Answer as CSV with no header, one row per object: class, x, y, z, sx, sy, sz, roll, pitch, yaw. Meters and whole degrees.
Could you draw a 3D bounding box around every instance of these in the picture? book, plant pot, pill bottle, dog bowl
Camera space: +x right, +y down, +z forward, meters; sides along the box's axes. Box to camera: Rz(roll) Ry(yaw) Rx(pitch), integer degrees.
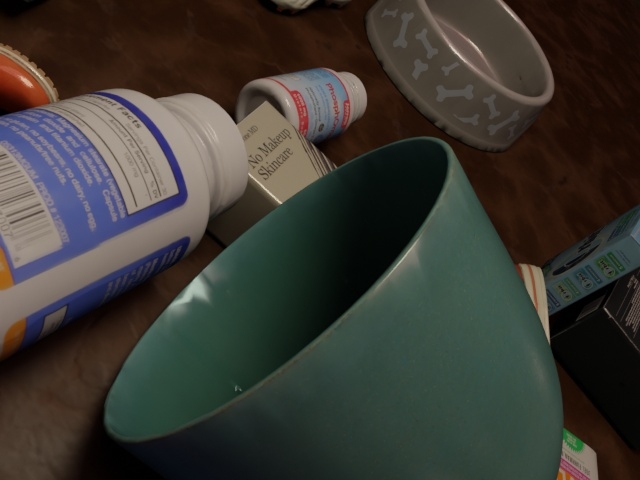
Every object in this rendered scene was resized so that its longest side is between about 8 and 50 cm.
book,0.266,0.274,0.747,0.096,0.035,0.144,37,41,-17
plant pot,0.036,0.106,0.505,0.235,0.293,0.293,50,39,-17
pill bottle,-0.016,-0.154,0.800,0.160,0.087,0.087,-27,78,-47
dog bowl,0.241,-0.314,1.131,0.349,0.102,0.348,22,47,-26
pill bottle,-0.182,-0.028,0.516,0.152,0.152,0.272,51,40,5

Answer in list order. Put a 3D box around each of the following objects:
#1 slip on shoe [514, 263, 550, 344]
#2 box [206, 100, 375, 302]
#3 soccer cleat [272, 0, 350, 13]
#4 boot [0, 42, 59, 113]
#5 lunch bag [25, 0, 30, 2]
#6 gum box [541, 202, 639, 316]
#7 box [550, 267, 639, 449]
slip on shoe,0.190,0.165,0.721,0.101,0.123,0.331,1,51,10
box,0.000,0.000,0.688,0.275,0.094,0.113,42,41,-6
soccer cleat,-0.007,-0.375,0.989,0.196,0.076,0.068,-25,76,-47
boot,-0.304,-0.131,0.571,0.158,0.059,0.084,23,49,-13
lunch bag,-0.308,-0.383,0.688,0.223,0.160,0.262,38,53,-15
gum box,0.354,0.026,0.895,0.041,0.184,0.157,52,42,5
box,0.442,0.129,0.951,0.184,0.103,0.261,50,40,6
